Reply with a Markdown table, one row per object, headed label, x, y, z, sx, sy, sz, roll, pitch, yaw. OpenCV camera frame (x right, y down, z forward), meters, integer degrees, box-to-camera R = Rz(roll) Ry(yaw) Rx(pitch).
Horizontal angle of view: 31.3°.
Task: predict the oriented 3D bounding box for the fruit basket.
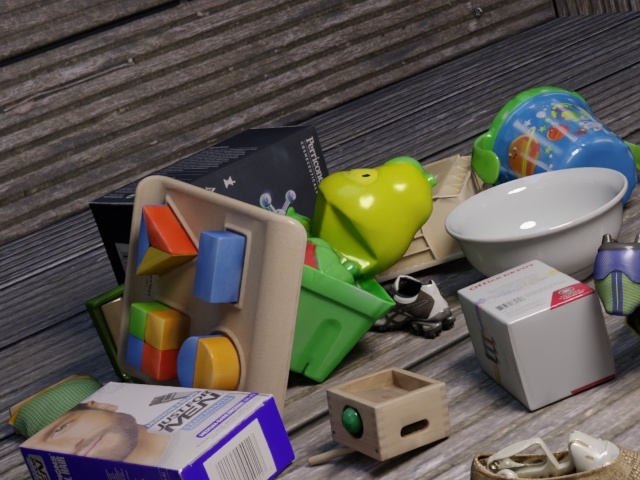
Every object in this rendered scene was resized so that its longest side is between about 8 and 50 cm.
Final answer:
| label | x | y | z | sx | sy | sz | roll | pitch | yaw |
| --- | --- | --- | --- | --- | --- | --- | --- | --- | --- |
| fruit basket | 0.000 | 0.000 | 1.807 | 0.283 | 0.392 | 0.392 | 25 | 7 | -16 |

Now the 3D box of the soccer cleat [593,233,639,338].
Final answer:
| label | x | y | z | sx | sy | sz | roll | pitch | yaw |
| --- | --- | --- | --- | --- | --- | --- | --- | --- | --- |
| soccer cleat | 0.421 | 0.073 | 1.476 | 0.093 | 0.121 | 0.289 | -1 | -13 | 32 |

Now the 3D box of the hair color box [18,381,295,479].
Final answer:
| label | x | y | z | sx | sy | sz | roll | pitch | yaw |
| --- | --- | --- | --- | --- | --- | --- | --- | --- | --- |
| hair color box | -0.224 | 0.283 | 1.531 | 0.338 | 0.110 | 0.185 | -5 | 21 | 42 |

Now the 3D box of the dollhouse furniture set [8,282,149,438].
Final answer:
| label | x | y | z | sx | sy | sz | roll | pitch | yaw |
| --- | --- | --- | --- | --- | --- | --- | --- | --- | --- |
| dollhouse furniture set | -0.367 | 0.201 | 1.863 | 0.301 | 0.151 | 0.197 | -28 | 19 | -31 |

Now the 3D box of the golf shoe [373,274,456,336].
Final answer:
| label | x | y | z | sx | sy | sz | roll | pitch | yaw |
| --- | --- | --- | --- | --- | --- | --- | --- | --- | --- |
| golf shoe | 0.130 | 0.094 | 1.816 | 0.077 | 0.094 | 0.198 | -31 | 20 | -37 |

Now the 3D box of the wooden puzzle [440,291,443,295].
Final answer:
| label | x | y | z | sx | sy | sz | roll | pitch | yaw |
| --- | --- | --- | --- | --- | --- | --- | --- | --- | --- |
| wooden puzzle | 0.144 | 0.100 | 1.925 | 0.078 | 0.014 | 0.116 | -23 | 17 | -34 |

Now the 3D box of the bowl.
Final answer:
| label | x | y | z | sx | sy | sz | roll | pitch | yaw |
| --- | --- | --- | --- | --- | --- | --- | --- | --- | --- |
| bowl | 0.356 | -0.004 | 1.830 | 0.297 | 0.134 | 0.298 | -15 | 17 | 5 |

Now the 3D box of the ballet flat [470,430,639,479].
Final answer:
| label | x | y | z | sx | sy | sz | roll | pitch | yaw |
| --- | --- | --- | --- | --- | --- | --- | --- | --- | --- |
| ballet flat | 0.258 | 0.243 | 1.233 | 0.206 | 0.067 | 0.073 | -13 | 16 | 13 |

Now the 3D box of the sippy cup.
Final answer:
| label | x | y | z | sx | sy | sz | roll | pitch | yaw |
| --- | --- | --- | --- | --- | --- | --- | --- | --- | --- |
| sippy cup | 0.445 | -0.139 | 2.063 | 0.305 | 0.240 | 0.224 | -35 | 29 | -3 |

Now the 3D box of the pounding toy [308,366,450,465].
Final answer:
| label | x | y | z | sx | sy | sz | roll | pitch | yaw |
| --- | --- | --- | --- | --- | --- | --- | --- | --- | --- |
| pounding toy | 0.069 | 0.233 | 1.449 | 0.141 | 0.100 | 0.130 | -14 | 13 | -31 |

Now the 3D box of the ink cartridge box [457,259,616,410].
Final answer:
| label | x | y | z | sx | sy | sz | roll | pitch | yaw |
| --- | --- | --- | --- | --- | --- | --- | --- | --- | --- |
| ink cartridge box | 0.282 | 0.120 | 1.508 | 0.128 | 0.127 | 0.176 | -21 | 17 | -9 |

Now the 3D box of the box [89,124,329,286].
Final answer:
| label | x | y | z | sx | sy | sz | roll | pitch | yaw |
| --- | --- | --- | --- | --- | --- | --- | --- | --- | --- |
| box | -0.171 | -0.009 | 2.102 | 0.395 | 0.294 | 0.212 | -30 | 21 | -36 |

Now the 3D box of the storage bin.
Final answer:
| label | x | y | z | sx | sy | sz | roll | pitch | yaw |
| --- | --- | --- | --- | --- | --- | --- | --- | --- | --- |
| storage bin | 0.172 | -0.041 | 2.115 | 0.260 | 0.123 | 0.262 | -17 | 14 | 21 |

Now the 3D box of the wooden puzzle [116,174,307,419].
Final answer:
| label | x | y | z | sx | sy | sz | roll | pitch | yaw |
| --- | --- | --- | --- | --- | --- | --- | --- | --- | --- |
| wooden puzzle | -0.182 | 0.091 | 1.643 | 0.347 | 0.322 | 0.080 | 17 | 13 | 43 |
